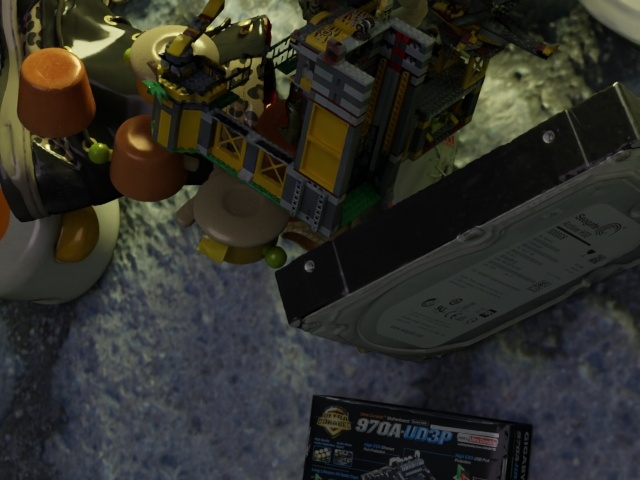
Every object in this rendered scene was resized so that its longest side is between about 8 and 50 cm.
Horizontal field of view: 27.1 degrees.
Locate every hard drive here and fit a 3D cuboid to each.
[{"bbox_3d":[0.162,0.003,1.146,0.339,0.237,0.064,-29,63,24],"label":"hard drive"}]

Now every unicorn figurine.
[{"bbox_3d":[0.053,-0.205,1.359,0.111,0.060,0.161,12,104,28],"label":"unicorn figurine"}]

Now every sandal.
[{"bbox_3d":[0.001,-0.002,1.324,0.079,0.088,0.240,-10,78,-12],"label":"sandal"}]

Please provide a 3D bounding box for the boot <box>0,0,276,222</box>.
[{"bbox_3d":[-0.193,-0.207,1.413,0.284,0.138,0.377,-3,68,4],"label":"boot"}]

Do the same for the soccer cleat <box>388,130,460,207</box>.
[{"bbox_3d":[0.104,-0.075,1.298,0.076,0.068,0.196,-18,71,25],"label":"soccer cleat"}]

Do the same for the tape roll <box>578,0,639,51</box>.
[{"bbox_3d":[0.347,-0.291,1.158,0.286,0.100,0.286,-5,80,30],"label":"tape roll"}]

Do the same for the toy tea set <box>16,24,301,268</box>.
[{"bbox_3d":[-0.131,-0.087,1.268,0.336,0.200,0.124,34,146,19],"label":"toy tea set"}]

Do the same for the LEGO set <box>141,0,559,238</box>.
[{"bbox_3d":[0.020,-0.174,1.147,0.255,0.331,0.192,41,138,27],"label":"LEGO set"}]

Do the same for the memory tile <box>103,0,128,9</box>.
[{"bbox_3d":[-0.257,-0.325,1.589,0.148,0.012,0.113,-23,71,28],"label":"memory tile"}]

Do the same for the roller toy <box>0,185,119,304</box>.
[{"bbox_3d":[-0.340,-0.023,1.517,0.191,0.146,0.209,-44,64,20],"label":"roller toy"}]

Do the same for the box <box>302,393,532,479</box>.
[{"bbox_3d":[0.084,0.247,1.270,0.220,0.051,0.175,4,85,32],"label":"box"}]
